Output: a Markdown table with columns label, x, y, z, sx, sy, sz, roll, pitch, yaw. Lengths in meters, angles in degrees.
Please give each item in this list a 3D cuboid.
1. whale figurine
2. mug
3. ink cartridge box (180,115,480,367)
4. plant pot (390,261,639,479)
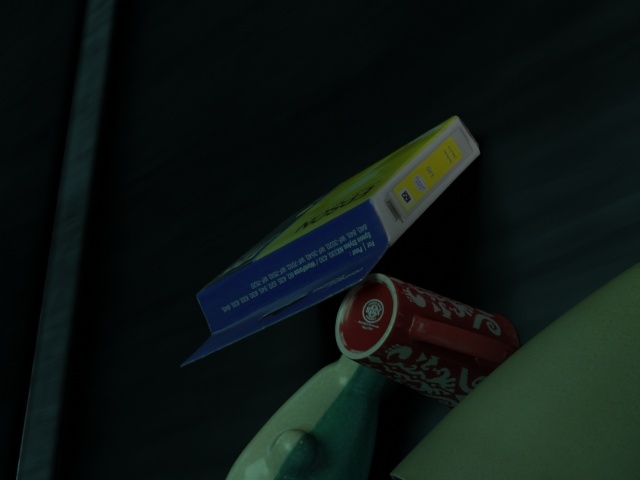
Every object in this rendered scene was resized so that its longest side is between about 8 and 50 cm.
| label | x | y | z | sx | sy | sz | roll | pitch | yaw |
| --- | --- | --- | --- | --- | --- | --- | --- | --- | --- |
| whale figurine | 0.010 | 0.231 | 1.365 | 0.141 | 0.216 | 0.272 | 37 | 92 | 12 |
| mug | 0.118 | 0.095 | 1.277 | 0.150 | 0.169 | 0.113 | -33 | 45 | 38 |
| ink cartridge box | 0.000 | 0.000 | 1.434 | 0.303 | 0.072 | 0.307 | -28 | 8 | 40 |
| plant pot | 0.241 | 0.162 | 1.042 | 0.274 | 0.256 | 0.256 | -52 | 34 | -9 |
